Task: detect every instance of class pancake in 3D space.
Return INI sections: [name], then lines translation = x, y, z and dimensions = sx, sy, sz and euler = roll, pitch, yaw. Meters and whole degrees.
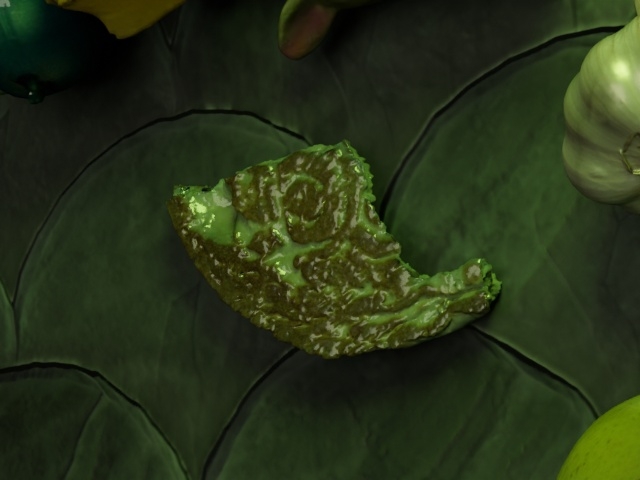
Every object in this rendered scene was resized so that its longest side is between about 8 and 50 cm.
[pancake]
translation = 0.002, 0.001, 1.698
dimensions = 0.377, 0.054, 0.197
euler = 25, 102, 28

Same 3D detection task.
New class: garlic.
[garlic]
translation = 0.284, -0.132, 1.493
dimensions = 0.199, 0.199, 0.226
euler = -34, 38, 26

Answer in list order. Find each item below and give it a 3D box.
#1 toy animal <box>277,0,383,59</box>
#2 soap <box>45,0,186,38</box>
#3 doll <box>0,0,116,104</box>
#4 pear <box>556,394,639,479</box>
[toy animal]
translation = 0.039, -0.282, 1.609
dimensions = 0.363, 0.180, 0.181
euler = -12, 65, 28
[soap]
translation = -0.158, -0.364, 1.719
dimensions = 0.204, 0.096, 0.324
euler = -28, 48, 30
[doll]
translation = -0.299, -0.278, 1.816
dimensions = 0.186, 0.198, 0.321
euler = -14, 70, 11
[pear]
translation = 0.307, 0.236, 1.370
dimensions = 0.294, 0.294, 0.294
euler = -2, 86, 32
